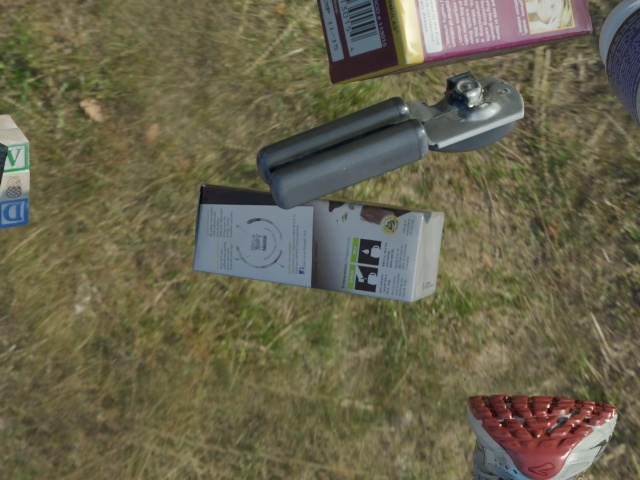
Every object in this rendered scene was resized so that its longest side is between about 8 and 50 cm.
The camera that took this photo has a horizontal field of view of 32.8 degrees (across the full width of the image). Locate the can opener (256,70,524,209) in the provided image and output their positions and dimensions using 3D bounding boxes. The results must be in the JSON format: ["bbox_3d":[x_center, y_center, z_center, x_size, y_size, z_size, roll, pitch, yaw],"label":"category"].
[{"bbox_3d":[0.078,-0.092,1.114,0.283,0.076,0.095,-22,138,-10],"label":"can opener"}]

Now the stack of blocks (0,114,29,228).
[{"bbox_3d":[-0.532,-0.090,1.397,0.297,0.087,0.171,-10,127,-31],"label":"stack of blocks"}]

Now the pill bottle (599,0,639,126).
[{"bbox_3d":[0.419,-0.197,1.264,0.153,0.264,0.153,-1,117,-2],"label":"pill bottle"}]

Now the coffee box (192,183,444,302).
[{"bbox_3d":[0.000,0.000,1.446,0.297,0.168,0.119,7,93,15],"label":"coffee box"}]

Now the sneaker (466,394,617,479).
[{"bbox_3d":[0.136,0.145,0.681,0.088,0.225,0.092,1,78,10],"label":"sneaker"}]

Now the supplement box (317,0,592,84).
[{"bbox_3d":[0.042,-0.086,0.356,0.083,0.043,0.055,-14,95,-32],"label":"supplement box"}]

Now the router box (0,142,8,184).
[{"bbox_3d":[-0.416,-0.063,1.245,0.046,0.179,0.133,8,100,-36],"label":"router box"}]
